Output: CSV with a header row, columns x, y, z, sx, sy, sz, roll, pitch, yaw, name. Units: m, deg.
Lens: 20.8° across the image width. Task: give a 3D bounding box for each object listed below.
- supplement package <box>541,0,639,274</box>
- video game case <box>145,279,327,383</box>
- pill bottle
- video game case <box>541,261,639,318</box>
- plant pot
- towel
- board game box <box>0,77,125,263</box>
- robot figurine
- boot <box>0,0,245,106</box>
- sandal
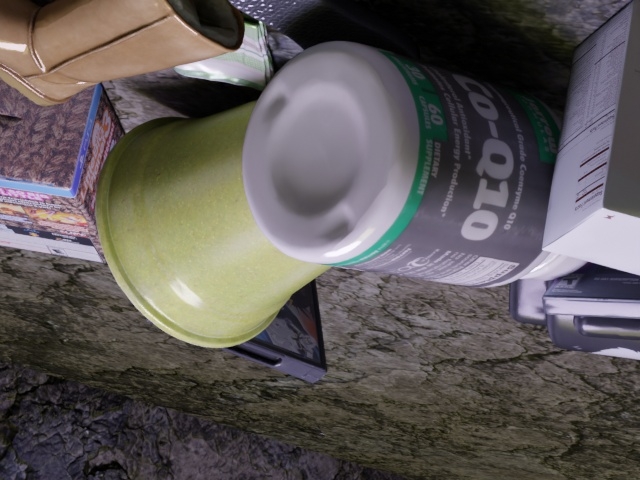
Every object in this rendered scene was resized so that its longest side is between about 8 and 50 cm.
x,y,z,sx,sy,sz,roll,pitch,yaw,name
0.328,-0.079,1.586,0.194,0.203,0.149,15,162,-11,supplement package
-0.108,0.017,2.087,0.248,0.275,0.035,24,132,-34,video game case
0.116,-0.062,1.668,0.204,0.204,0.361,-4,172,42,pill bottle
0.371,0.007,1.817,0.196,0.274,0.026,1,118,30,video game case
-0.061,-0.046,1.905,0.276,0.276,0.254,24,148,-35,plant pot
-0.107,-0.199,1.791,0.113,0.023,0.152,9,163,6,towel
-0.365,-0.095,2.089,0.232,0.141,0.291,9,163,7,board game box
0.364,0.056,2.042,0.278,0.209,0.173,6,149,18,robot figurine
-0.244,-0.230,1.694,0.269,0.089,0.236,-12,149,42,boot
0.014,-0.210,1.636,0.097,0.054,0.254,-15,149,31,sandal
